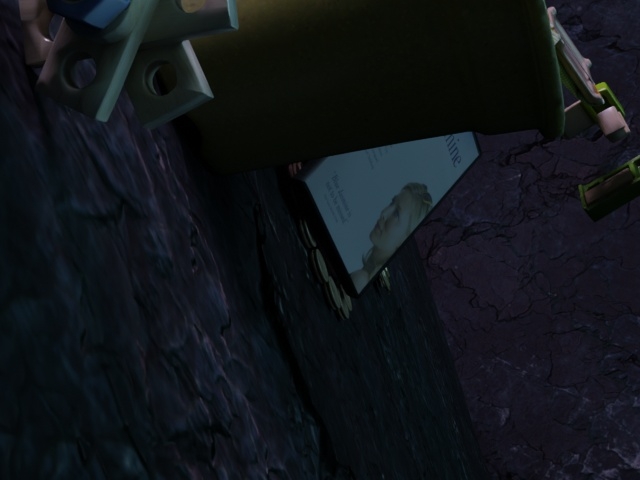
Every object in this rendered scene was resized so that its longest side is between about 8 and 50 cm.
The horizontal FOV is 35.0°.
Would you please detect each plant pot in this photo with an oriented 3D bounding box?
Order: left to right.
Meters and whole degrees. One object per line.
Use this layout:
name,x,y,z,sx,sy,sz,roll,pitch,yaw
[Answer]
plant pot,0.015,-0.170,0.749,0.276,0.254,0.276,-17,90,-82

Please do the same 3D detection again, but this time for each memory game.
memory game,0.000,0.000,1.125,0.186,0.012,0.186,-18,90,-81

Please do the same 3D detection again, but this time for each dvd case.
dvd case,0.082,-0.081,1.116,0.022,0.253,0.180,19,-33,41

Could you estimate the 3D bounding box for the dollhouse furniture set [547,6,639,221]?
dollhouse furniture set,0.184,-0.091,0.744,0.151,0.058,0.076,49,25,-22

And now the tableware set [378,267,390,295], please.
tableware set,0.081,0.009,1.610,0.141,0.020,0.168,23,48,-82

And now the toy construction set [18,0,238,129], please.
toy construction set,-0.102,-0.164,0.340,0.215,0.151,0.327,48,-4,10
